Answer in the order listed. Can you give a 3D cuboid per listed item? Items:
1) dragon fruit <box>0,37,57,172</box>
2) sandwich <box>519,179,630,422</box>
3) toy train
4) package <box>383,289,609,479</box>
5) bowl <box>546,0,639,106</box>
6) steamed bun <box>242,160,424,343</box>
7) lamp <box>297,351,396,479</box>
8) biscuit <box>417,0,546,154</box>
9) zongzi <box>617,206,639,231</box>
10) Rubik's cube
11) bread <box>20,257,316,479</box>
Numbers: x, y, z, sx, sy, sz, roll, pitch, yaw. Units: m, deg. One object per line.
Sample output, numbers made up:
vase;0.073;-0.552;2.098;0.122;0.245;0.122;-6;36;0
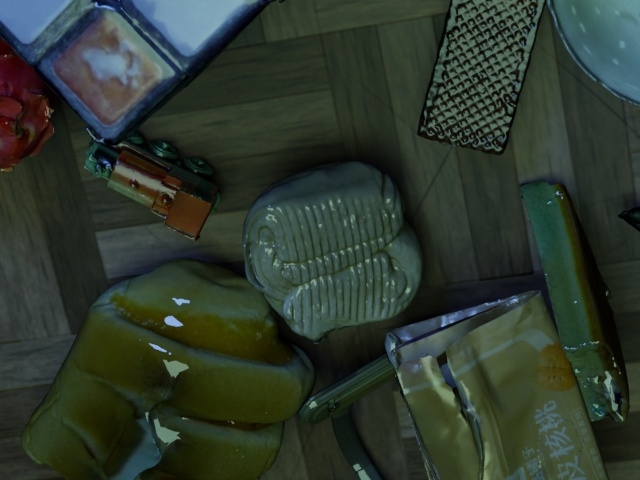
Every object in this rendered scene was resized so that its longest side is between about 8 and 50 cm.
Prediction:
dragon fruit;-0.417;-0.196;1.841;0.210;0.205;0.268;-46;60;-5
sandwich;0.296;0.069;1.813;0.063;0.212;0.245;-20;107;12
toy train;-0.202;-0.075;1.887;0.176;0.118;0.074;27;109;-4
package;0.195;0.242;1.818;0.221;0.165;0.311;-16;99;21
bowl;0.395;-0.306;1.692;0.313;0.146;0.313;3;111;6
steamed bun;0.001;0.002;1.876;0.218;0.144;0.211;-19;118;-16
lamp;0.114;0.259;1.983;0.203;0.124;0.283;-32;102;-4
biscuit;0.189;-0.226;1.795;0.106;0.070;0.252;15;111;2
zongzi;0.535;0.036;1.776;0.362;0.319;0.384;-14;90;24
Rubik's cube;-0.183;-0.365;1.651;0.362;0.363;0.359;42;109;-9
bread;-0.176;0.195;1.939;0.300;0.210;0.341;32;111;-6
